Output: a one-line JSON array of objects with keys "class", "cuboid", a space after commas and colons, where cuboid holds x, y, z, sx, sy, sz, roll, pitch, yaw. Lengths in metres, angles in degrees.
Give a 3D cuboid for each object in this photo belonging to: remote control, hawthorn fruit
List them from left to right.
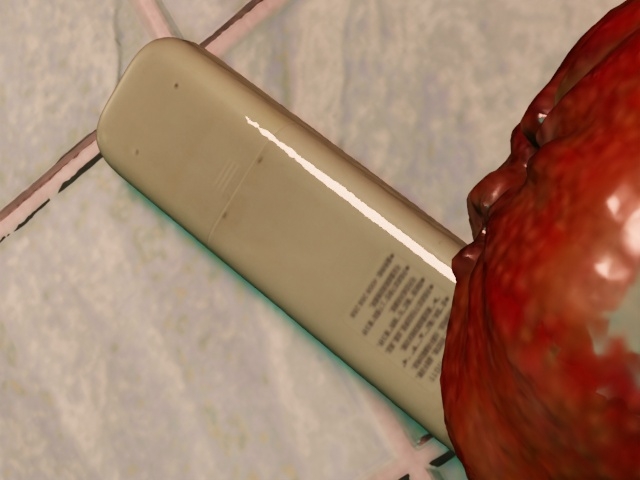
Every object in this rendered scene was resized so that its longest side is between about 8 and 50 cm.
[{"class": "remote control", "cuboid": [0.000, 0.001, 0.728, 0.309, 0.038, 0.090, 37, 103, 24]}, {"class": "hawthorn fruit", "cuboid": [0.197, 0.046, 0.540, 0.300, 0.254, 0.254, 33, 102, -3]}]
